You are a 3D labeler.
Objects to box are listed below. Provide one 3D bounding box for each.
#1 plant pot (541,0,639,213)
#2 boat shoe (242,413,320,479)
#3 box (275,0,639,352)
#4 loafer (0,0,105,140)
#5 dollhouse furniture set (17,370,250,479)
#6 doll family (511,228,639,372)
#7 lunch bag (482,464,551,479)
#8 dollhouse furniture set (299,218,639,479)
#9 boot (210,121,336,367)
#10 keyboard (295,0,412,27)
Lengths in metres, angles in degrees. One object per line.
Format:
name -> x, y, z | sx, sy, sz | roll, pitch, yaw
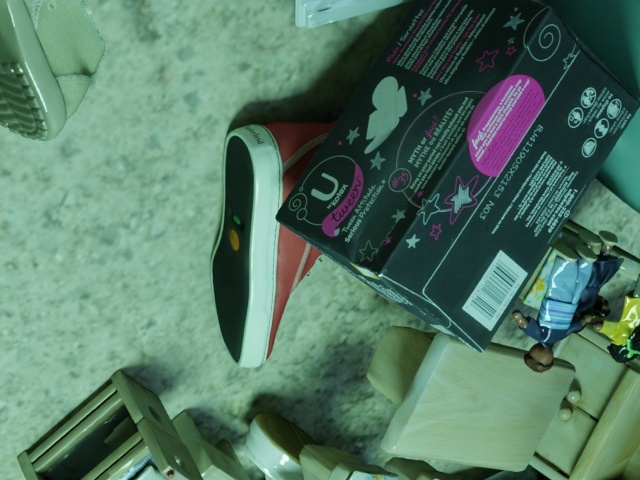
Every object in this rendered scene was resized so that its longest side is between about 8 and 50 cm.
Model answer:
plant pot -> 0.358, -0.128, 1.513 | 0.293, 0.235, 0.293 | -17, 135, -18
boat shoe -> -0.013, 0.264, 1.747 | 0.096, 0.098, 0.277 | -39, 140, 4
box -> 0.112, -0.065, 1.411 | 0.163, 0.142, 0.247 | 37, 85, -44
loafer -> -0.218, -0.196, 1.190 | 0.092, 0.102, 0.269 | -49, 142, -37
dollhouse furniture set -> -0.156, 0.237, 1.606 | 0.129, 0.129, 0.183 | -40, 138, 7
doll family -> 0.239, 0.057, 1.469 | 0.193, 0.076, 0.111 | 9, 118, -21
lunch bag -> 0.184, 0.390, 1.925 | 0.287, 0.169, 0.235 | -32, 146, -45
dollhouse furniture set -> 0.225, 0.179, 1.638 | 0.394, 0.256, 0.362 | 16, 103, -50
boot -> 0.000, 0.000, 1.520 | 0.176, 0.088, 0.244 | -11, 130, -27
keyboard -> 0.097, -0.232, 1.417 | 0.256, 0.014, 0.072 | -17, 131, -19
